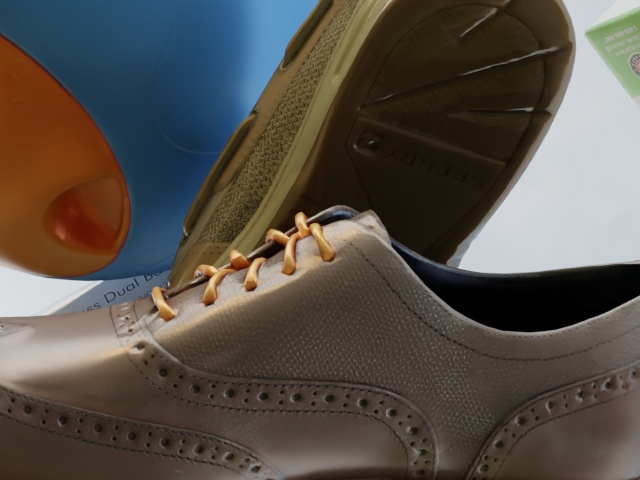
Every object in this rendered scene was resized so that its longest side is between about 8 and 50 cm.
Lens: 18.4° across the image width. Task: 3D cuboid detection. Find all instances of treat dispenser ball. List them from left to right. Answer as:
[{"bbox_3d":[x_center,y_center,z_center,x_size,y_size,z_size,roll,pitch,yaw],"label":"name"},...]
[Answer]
[{"bbox_3d":[-0.121,-0.122,1.029,0.288,0.288,0.288,9,-70,27],"label":"treat dispenser ball"}]

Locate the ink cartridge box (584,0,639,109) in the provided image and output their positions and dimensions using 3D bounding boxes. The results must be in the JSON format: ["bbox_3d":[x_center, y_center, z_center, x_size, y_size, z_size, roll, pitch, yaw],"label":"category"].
[{"bbox_3d":[0.351,-0.096,1.430,0.273,0.115,0.198,51,-23,-10],"label":"ink cartridge box"}]

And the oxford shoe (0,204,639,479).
[{"bbox_3d":[-0.032,0.043,0.778,0.363,0.130,0.133,5,-72,-17],"label":"oxford shoe"}]

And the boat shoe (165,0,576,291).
[{"bbox_3d":[0.000,0.000,0.900,0.121,0.110,0.341,22,-63,-23],"label":"boat shoe"}]

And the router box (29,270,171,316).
[{"bbox_3d":[-0.074,0.142,1.036,0.301,0.335,0.082,57,-6,46],"label":"router box"}]
